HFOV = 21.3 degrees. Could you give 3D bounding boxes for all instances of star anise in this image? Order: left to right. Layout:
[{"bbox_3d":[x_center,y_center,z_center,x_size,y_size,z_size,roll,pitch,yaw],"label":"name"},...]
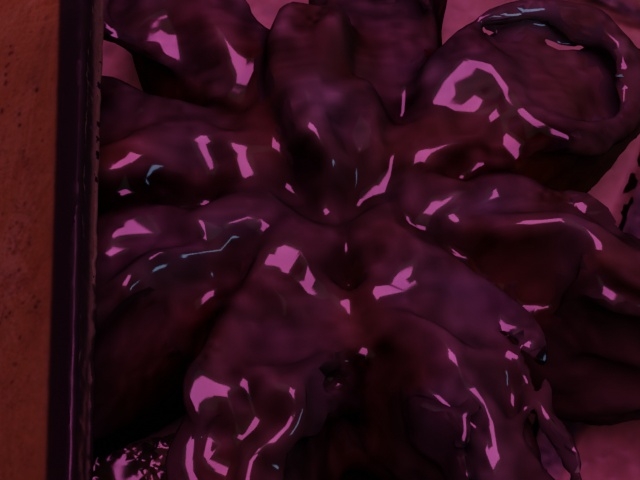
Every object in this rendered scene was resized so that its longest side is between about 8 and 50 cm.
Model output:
[{"bbox_3d":[-0.002,0.000,0.598,0.332,0.117,0.331,0,52,0],"label":"star anise"}]

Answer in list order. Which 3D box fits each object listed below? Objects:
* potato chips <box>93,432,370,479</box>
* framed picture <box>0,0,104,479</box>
[{"bbox_3d":[-0.062,0.136,0.595,0.209,0.026,0.142,-5,68,-4],"label":"potato chips"},{"bbox_3d":[-0.175,0.087,0.547,0.255,0.014,0.338,-16,61,27],"label":"framed picture"}]
